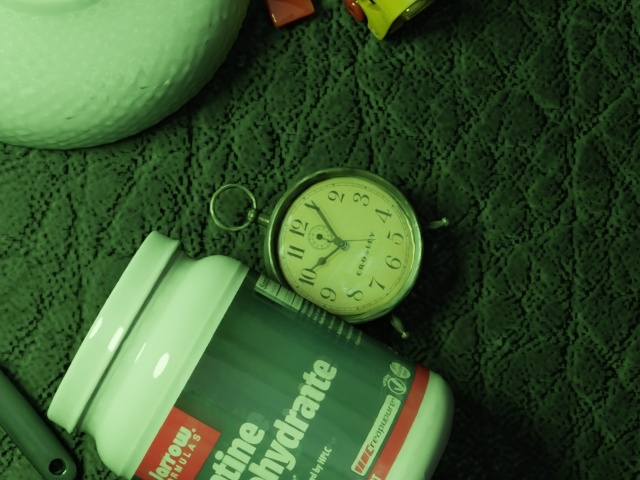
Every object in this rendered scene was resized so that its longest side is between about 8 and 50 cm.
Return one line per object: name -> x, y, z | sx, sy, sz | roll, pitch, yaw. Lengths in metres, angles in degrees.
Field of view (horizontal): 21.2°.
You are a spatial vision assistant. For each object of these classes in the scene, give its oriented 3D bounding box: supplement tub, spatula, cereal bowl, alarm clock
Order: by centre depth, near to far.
supplement tub -> -0.052, 0.131, 1.319 | 0.272, 0.191, 0.191 | 29, 80, -2
cereal bowl -> -0.219, -0.247, 1.378 | 0.338, 0.141, 0.339 | 1, 83, -5
spatula -> -0.295, 0.082, 1.380 | 0.084, 0.030, 0.296 | -38, 88, -9
alarm clock -> 0.000, 0.000, 1.407 | 0.192, 0.064, 0.129 | 22, 81, -5

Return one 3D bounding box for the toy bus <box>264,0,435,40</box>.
toy bus -> 0.036, -0.272, 1.426 | 0.202, 0.104, 0.191 | 7, 82, -6
